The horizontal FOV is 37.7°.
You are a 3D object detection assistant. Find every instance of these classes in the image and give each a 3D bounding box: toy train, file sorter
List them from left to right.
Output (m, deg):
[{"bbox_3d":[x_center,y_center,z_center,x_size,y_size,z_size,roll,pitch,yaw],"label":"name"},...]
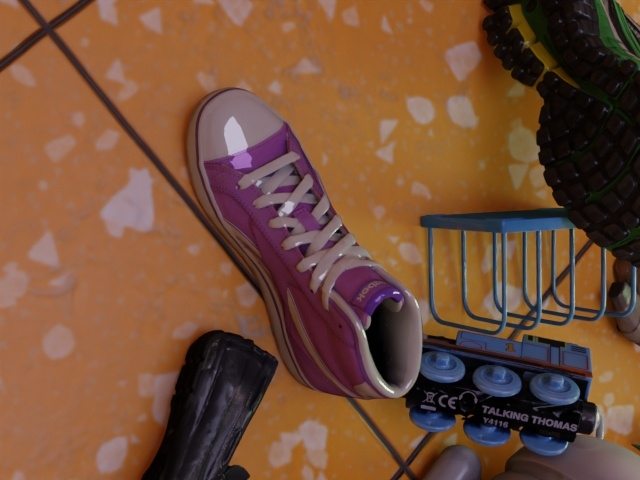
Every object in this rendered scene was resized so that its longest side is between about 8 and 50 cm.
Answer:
[{"bbox_3d":[0.155,0.129,0.839,0.184,0.105,0.080,10,116,9],"label":"toy train"},{"bbox_3d":[0.199,0.025,0.883,0.170,0.118,0.104,-4,96,-29],"label":"file sorter"}]

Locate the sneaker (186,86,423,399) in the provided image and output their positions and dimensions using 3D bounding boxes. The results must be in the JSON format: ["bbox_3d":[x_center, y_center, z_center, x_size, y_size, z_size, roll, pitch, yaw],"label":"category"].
[{"bbox_3d":[0.001,0.000,0.748,0.102,0.161,0.282,-33,104,-24],"label":"sneaker"}]

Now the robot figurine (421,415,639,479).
[{"bbox_3d":[0.197,0.315,0.825,0.300,0.199,0.353,40,69,18],"label":"robot figurine"}]

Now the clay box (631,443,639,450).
[{"bbox_3d":[0.461,0.244,1.022,0.222,0.127,0.053,26,77,-27],"label":"clay box"}]

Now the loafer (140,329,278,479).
[{"bbox_3d":[-0.094,0.182,0.740,0.078,0.076,0.223,24,75,-19],"label":"loafer"}]

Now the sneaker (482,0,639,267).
[{"bbox_3d":[0.276,-0.125,0.851,0.146,0.134,0.343,10,52,-34],"label":"sneaker"}]

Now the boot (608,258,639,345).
[{"bbox_3d":[0.354,0.054,1.016,0.087,0.042,0.118,46,70,-28],"label":"boot"}]
